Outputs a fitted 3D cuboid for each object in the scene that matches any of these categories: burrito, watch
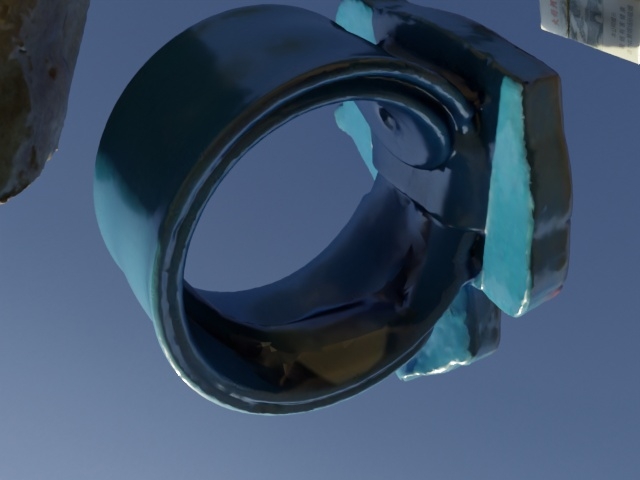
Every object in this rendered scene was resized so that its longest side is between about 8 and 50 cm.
[{"bbox_3d":[-0.220,-0.144,0.505,0.107,0.175,0.348,11,-97,24],"label":"burrito"},{"bbox_3d":[0.000,0.000,0.529,0.274,0.241,0.305,-19,-55,-23],"label":"watch"}]

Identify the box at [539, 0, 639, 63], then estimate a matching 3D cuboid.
[{"bbox_3d":[0.190,-0.161,0.532,0.024,0.054,0.083,-44,-128,-13],"label":"box"}]
